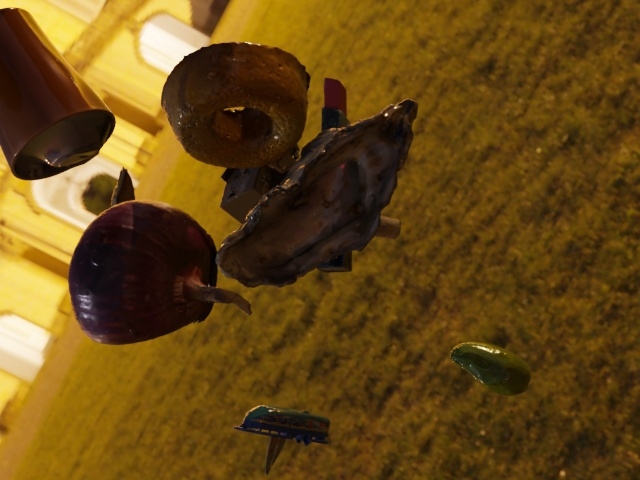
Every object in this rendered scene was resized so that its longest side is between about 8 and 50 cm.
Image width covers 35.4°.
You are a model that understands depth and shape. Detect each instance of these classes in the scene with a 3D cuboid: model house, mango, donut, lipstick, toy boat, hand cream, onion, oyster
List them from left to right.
[{"bbox_3d":[-0.317,0.054,1.727,0.272,0.256,0.230,-25,-18,22],"label":"onion"},{"bbox_3d":[-0.147,-0.230,1.806,0.277,0.277,0.108,-53,40,44],"label":"donut"},{"bbox_3d":[-0.068,0.318,1.586,0.091,0.175,0.110,4,79,51],"label":"toy boat"},{"bbox_3d":[-0.072,-0.147,2.013,0.176,0.181,0.248,-21,45,38],"label":"model house"},{"bbox_3d":[0.006,-0.064,1.377,0.341,0.166,0.110,-57,11,-8],"label":"oyster"},{"bbox_3d":[0.025,-0.107,1.587,0.051,0.051,0.312,28,-118,-67],"label":"lipstick"},{"bbox_3d":[0.082,-0.037,2.135,0.084,0.203,0.084,-34,49,53],"label":"hand cream"},{"bbox_3d":[0.337,0.247,1.977,0.091,0.165,0.074,-60,-8,-47],"label":"mango"}]

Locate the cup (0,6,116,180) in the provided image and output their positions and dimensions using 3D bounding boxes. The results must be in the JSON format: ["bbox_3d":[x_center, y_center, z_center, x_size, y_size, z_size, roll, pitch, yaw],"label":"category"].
[{"bbox_3d":[-0.454,-0.230,1.619,0.182,0.264,0.226,-34,-12,4],"label":"cup"}]

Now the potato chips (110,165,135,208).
[{"bbox_3d":[-0.370,0.024,2.088,0.080,0.407,0.057,-23,35,-10],"label":"potato chips"}]
